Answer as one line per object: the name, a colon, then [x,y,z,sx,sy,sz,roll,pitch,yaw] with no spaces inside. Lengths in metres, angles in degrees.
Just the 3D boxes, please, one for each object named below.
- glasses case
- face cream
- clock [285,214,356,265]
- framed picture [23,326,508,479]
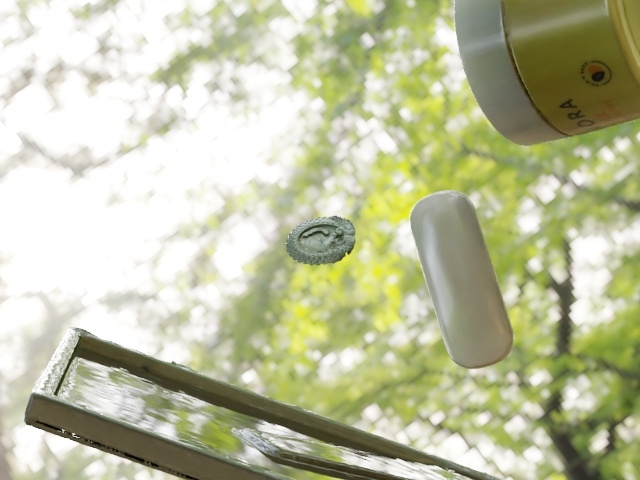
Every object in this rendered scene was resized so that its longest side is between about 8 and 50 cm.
glasses case: [0.157,0.043,1.994,0.081,0.204,0.051,-16,-12,6]
face cream: [0.271,-0.221,1.852,0.179,0.218,0.218,-12,-1,35]
clock: [0.000,0.000,2.065,0.083,0.074,0.010,-7,-41,8]
framed picture: [-0.004,0.131,1.058,0.247,0.335,0.022,-125,56,-83]
